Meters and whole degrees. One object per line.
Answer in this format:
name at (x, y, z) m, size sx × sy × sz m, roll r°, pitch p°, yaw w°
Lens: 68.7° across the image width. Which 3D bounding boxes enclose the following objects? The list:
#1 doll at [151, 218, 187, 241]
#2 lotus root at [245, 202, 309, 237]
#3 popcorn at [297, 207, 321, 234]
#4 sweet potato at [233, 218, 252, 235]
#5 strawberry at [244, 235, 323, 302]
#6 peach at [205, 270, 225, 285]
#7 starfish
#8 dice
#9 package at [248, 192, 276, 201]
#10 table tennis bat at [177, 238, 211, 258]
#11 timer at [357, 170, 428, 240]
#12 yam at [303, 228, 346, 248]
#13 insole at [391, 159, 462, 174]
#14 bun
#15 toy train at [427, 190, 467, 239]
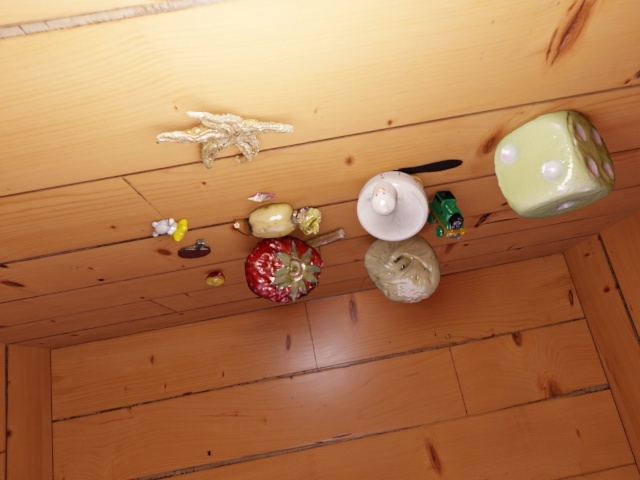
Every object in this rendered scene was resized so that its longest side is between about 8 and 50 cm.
doll at (-0.511, -0.035, 1.565) m, size 0.135 × 0.072 × 0.113 m, roll -13°, pitch 156°, yaw 22°
lotus root at (-0.144, -0.070, 1.596) m, size 0.220 × 0.118 × 0.125 m, roll -8°, pitch -179°, yaw 0°
popcorn at (-0.047, -0.071, 1.713) m, size 0.096 × 0.089 × 0.109 m, roll 8°, pitch 160°, yaw -22°
sweet potato at (-0.261, -0.043, 1.719) m, size 0.056 × 0.057 × 0.195 m, roll -18°, pitch 167°, yaw 23°
strawberry at (-0.182, 0.103, 1.963) m, size 0.317 × 0.296 × 0.345 m, roll -21°, pitch -157°, yaw -26°
peach at (-0.510, 0.179, 2.277) m, size 0.098 × 0.061 × 0.098 m, roll -2°, pitch 141°, yaw -2°
starfish at (-0.226, -0.239, 1.068) m, size 0.299 × 0.060 × 0.302 m, roll -14°, pitch 170°, yaw 31°
dice at (0.694, -0.217, 1.405) m, size 0.251 × 0.250 × 0.254 m, roll 3°, pitch 159°, yaw -38°
package at (-0.190, -0.136, 1.490) m, size 0.083 × 0.029 × 0.059 m, roll -9°, pitch 175°, yaw 33°
table tennis bat at (-0.501, 0.037, 1.883) m, size 0.130 × 0.019 × 0.220 m, roll -2°, pitch 163°, yaw -27°
timer at (0.228, -0.100, 1.498) m, size 0.233 × 0.240 × 0.234 m, roll 6°, pitch 125°, yaw 9°
yam at (0.000, 0.000, 2.036) m, size 0.241 × 0.057 × 0.056 m, roll -17°, pitch 163°, yaw 26°
insole at (0.348, -0.239, 1.541) m, size 0.253 × 0.005 × 0.086 m, roll -10°, pitch 163°, yaw -7°
bun at (0.392, 0.116, 2.190) m, size 0.326 × 0.362 × 0.234 m, roll -51°, pitch 168°, yaw -9°
toy train at (0.480, -0.098, 1.783) m, size 0.091 × 0.228 × 0.136 m, roll -5°, pitch 133°, yaw -17°
